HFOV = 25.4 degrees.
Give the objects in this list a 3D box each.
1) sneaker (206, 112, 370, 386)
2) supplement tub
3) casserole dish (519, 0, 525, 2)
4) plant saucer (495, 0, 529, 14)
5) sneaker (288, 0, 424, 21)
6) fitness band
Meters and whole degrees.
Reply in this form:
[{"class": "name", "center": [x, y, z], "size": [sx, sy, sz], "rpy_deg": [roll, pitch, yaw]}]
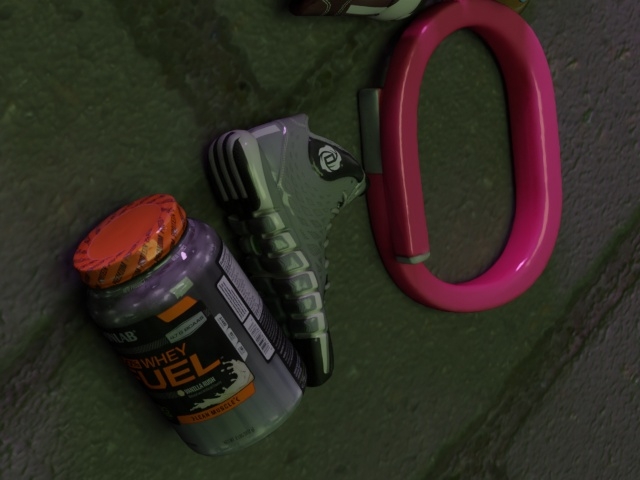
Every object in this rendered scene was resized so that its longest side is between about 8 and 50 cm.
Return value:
[{"class": "sneaker", "center": [0.000, 0.000, 1.191], "size": [0.132, 0.086, 0.228], "rpy_deg": [-28, 109, -34]}, {"class": "supplement tub", "center": [-0.102, 0.065, 1.101], "size": [0.117, 0.117, 0.190], "rpy_deg": [-45, 118, -24]}, {"class": "casserole dish", "center": [0.138, -0.296, 1.257], "size": [0.188, 0.037, 0.114], "rpy_deg": [70, 22, -9]}, {"class": "plant saucer", "center": [0.175, -0.248, 1.336], "size": [0.083, 0.015, 0.083], "rpy_deg": [-4, 97, -36]}, {"class": "sneaker", "center": [0.004, -0.313, 1.150], "size": [0.162, 0.106, 0.281], "rpy_deg": [-13, 103, -32]}, {"class": "fitness band", "center": [0.136, -0.076, 1.302], "size": [0.209, 0.054, 0.291], "rpy_deg": [-14, 104, -35]}]
